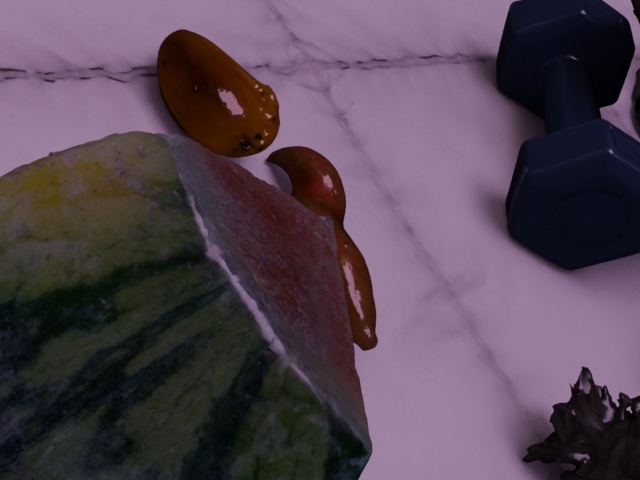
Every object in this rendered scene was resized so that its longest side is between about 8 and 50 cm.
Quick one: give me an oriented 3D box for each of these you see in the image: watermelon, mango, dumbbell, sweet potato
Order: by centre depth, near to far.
[{"bbox_3d":[-0.091,0.078,0.646,0.261,0.213,0.201,59,22,7],"label":"watermelon"},{"bbox_3d":[0.002,-0.001,0.886,0.058,0.055,0.202,59,12,-55],"label":"sweet potato"},{"bbox_3d":[-0.087,-0.115,0.901,0.127,0.063,0.077,49,42,13],"label":"mango"},{"bbox_3d":[0.262,-0.126,1.177,0.144,0.156,0.316,7,45,-1],"label":"dumbbell"}]

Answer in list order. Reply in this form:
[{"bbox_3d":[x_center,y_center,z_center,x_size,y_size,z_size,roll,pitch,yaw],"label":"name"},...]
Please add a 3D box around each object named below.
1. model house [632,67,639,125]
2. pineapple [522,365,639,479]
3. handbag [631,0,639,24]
[{"bbox_3d":[0.599,-0.186,1.448,0.298,0.284,0.243,40,33,-7],"label":"model house"},{"bbox_3d":[0.327,0.238,0.878,0.362,0.202,0.202,37,36,7],"label":"pineapple"},{"bbox_3d":[0.392,-0.138,1.195,0.275,0.084,0.260,-2,78,-73],"label":"handbag"}]
